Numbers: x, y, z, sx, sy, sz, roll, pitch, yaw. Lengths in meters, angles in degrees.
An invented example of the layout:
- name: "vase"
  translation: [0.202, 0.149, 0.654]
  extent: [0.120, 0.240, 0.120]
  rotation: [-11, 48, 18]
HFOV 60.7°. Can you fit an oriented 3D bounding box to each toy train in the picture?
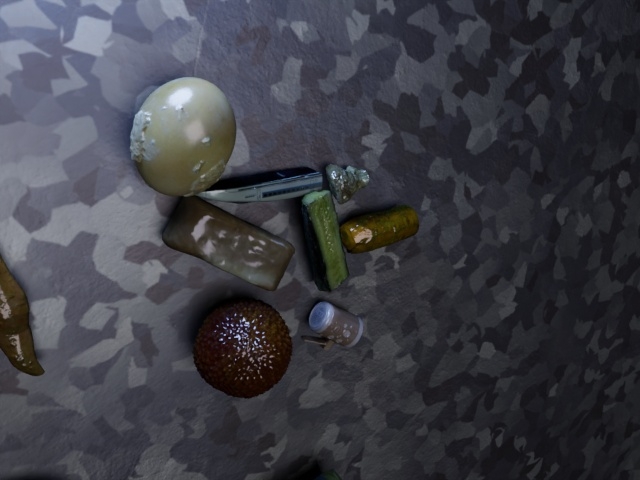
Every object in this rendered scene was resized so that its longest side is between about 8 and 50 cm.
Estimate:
- name: "toy train"
  translation: [-0.114, -0.092, 1.003]
  extent: [0.252, 0.055, 0.048]
  rotation: [-13, 119, -32]

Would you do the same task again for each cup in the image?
- name: "cup"
  translation: [0.021, 0.181, 1.171]
  extent: [0.099, 0.102, 0.074]
  rotation: [31, 50, -30]

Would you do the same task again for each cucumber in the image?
- name: "cucumber"
  translation: [-0.001, -0.001, 1.086]
  extent: [0.078, 0.062, 0.211]
  rotation: [-39, 128, -35]

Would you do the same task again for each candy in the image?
- name: "candy"
  translation: [-0.162, 0.008, 0.993]
  extent: [0.234, 0.102, 0.104]
  rotation: [27, 90, -34]

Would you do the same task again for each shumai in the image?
- name: "shumai"
  translation: [0.058, -0.119, 1.088]
  extent: [0.080, 0.083, 0.082]
  rotation: [-20, 153, -2]

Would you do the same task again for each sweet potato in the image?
- name: "sweet potato"
  translation: [-0.498, 0.096, 0.860]
  extent: [0.067, 0.067, 0.274]
  rotation: [-19, 106, -23]

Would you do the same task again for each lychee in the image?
- name: "lychee"
  translation: [-0.141, 0.202, 1.018]
  extent: [0.194, 0.194, 0.194]
  rotation: [-8, 108, -27]

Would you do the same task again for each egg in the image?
- name: "egg"
  translation: [-0.219, -0.164, 0.878]
  extent: [0.164, 0.164, 0.201]
  rotation: [14, 120, -31]

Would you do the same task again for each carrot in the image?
- name: "carrot"
  translation: [0.122, -0.024, 1.153]
  extent: [0.173, 0.082, 0.082]
  rotation: [-16, 112, -32]

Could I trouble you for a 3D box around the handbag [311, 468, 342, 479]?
- name: "handbag"
  translation: [-0.009, 0.670, 1.172]
  extent: [0.241, 0.263, 0.222]
  rotation: [-27, 140, -23]
